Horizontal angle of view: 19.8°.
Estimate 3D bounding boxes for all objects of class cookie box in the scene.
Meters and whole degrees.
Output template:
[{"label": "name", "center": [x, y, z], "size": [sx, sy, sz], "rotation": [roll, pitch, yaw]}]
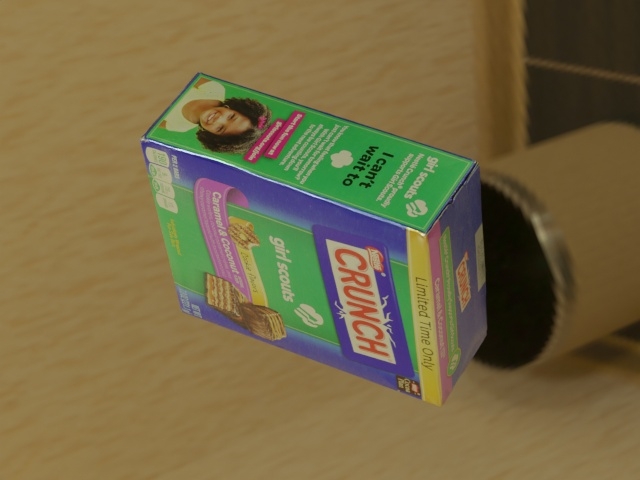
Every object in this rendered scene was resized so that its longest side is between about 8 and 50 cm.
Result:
[{"label": "cookie box", "center": [0.000, 0.000, 0.622], "size": [0.107, 0.040, 0.092], "rotation": [18, 143, 23]}]
